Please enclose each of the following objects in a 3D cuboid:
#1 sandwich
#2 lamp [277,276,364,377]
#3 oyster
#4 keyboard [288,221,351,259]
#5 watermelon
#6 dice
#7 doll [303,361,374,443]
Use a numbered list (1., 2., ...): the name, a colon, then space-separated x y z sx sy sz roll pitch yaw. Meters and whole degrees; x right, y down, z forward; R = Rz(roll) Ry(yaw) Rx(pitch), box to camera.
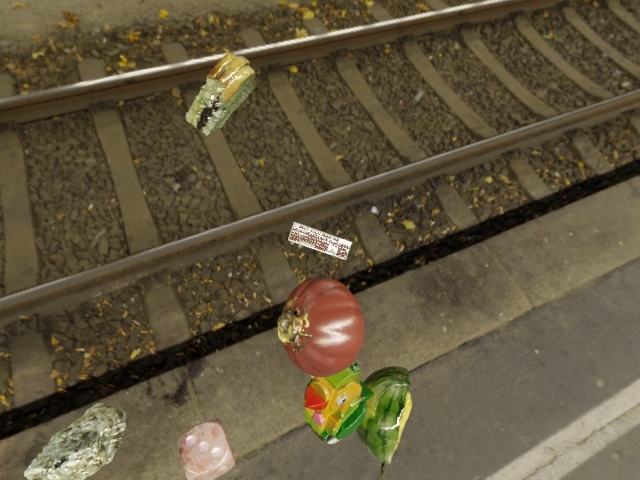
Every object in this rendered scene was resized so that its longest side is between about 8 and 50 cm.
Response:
1. sandwich: -0.112 -0.164 0.455 0.036 0.105 0.093 41 85 -13
2. lamp: 0.001 0.087 0.412 0.090 0.101 0.101 7 54 -36
3. oyster: -0.482 0.414 0.812 0.125 0.064 0.177 20 51 18
4. keyboard: 0.000 0.000 1.075 0.166 0.017 0.055 19 82 -9
5. watermelon: 0.138 0.398 0.935 0.127 0.232 0.204 12 35 11
6. dice: -0.226 0.419 0.796 0.091 0.094 0.093 -20 56 -20
7. doll: 0.030 0.269 0.694 0.134 0.186 0.106 -37 53 -19
